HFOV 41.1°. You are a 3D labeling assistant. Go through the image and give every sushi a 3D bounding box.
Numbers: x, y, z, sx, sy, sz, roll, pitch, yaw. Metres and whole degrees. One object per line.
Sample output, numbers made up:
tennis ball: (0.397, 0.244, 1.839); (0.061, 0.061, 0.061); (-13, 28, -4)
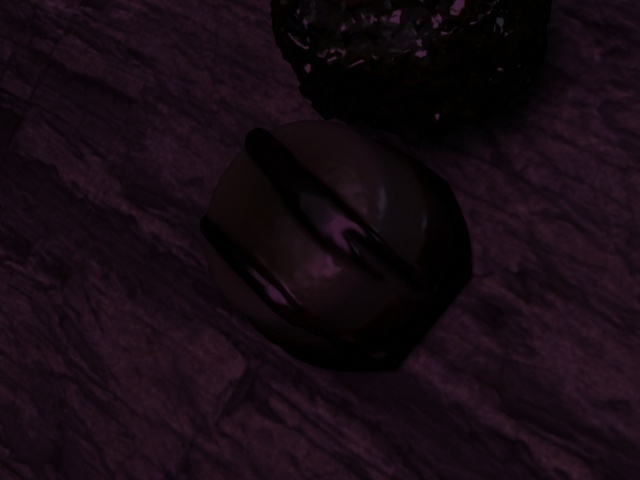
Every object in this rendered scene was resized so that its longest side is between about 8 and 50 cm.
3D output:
sushi: (0.094, -0.287, 0.917); (0.294, 0.178, 0.352); (1, 67, 27)

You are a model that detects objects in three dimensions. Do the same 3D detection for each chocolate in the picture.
chocolate: (0.000, 0.000, 0.917); (0.283, 0.186, 0.284); (-5, 77, 22)
